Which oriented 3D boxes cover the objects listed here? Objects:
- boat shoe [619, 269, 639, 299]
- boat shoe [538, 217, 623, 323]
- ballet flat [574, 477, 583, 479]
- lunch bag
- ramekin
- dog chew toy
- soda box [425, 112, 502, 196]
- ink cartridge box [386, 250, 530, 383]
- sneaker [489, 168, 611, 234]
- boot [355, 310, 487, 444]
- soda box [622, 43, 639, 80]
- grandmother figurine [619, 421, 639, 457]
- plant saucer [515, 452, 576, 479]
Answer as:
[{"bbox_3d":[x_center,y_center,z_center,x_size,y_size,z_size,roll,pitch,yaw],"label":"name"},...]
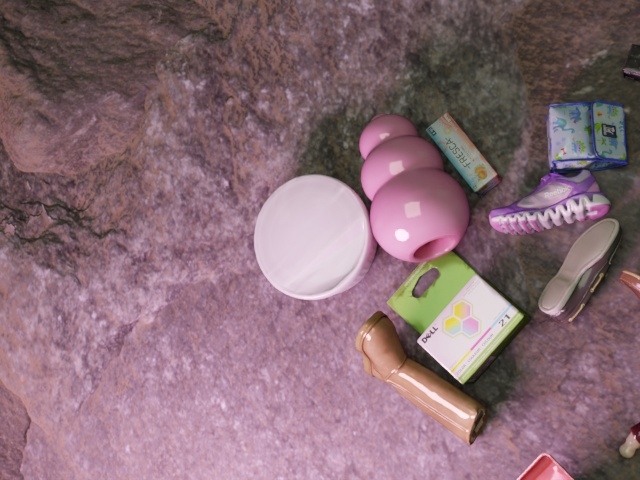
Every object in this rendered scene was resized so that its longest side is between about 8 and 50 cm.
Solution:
[{"bbox_3d":[0.640,0.123,1.674,0.178,0.064,0.060,40,95,21],"label":"boat shoe"},{"bbox_3d":[0.522,0.061,1.735,0.228,0.069,0.081,-53,27,2],"label":"boat shoe"},{"bbox_3d":[0.524,0.498,1.669,0.114,0.041,0.041,35,95,23],"label":"ballet flat"},{"bbox_3d":[0.534,-0.208,1.764,0.151,0.096,0.129,-1,78,8],"label":"lunch bag"},{"bbox_3d":[0.000,0.000,1.929,0.273,0.127,0.273,-4,79,22],"label":"ramekin"},{"bbox_3d":[0.178,-0.123,1.844,0.206,0.206,0.332,-28,64,16],"label":"dog chew toy"},{"bbox_3d":[0.305,-0.182,1.869,0.063,0.058,0.183,-39,68,12],"label":"soda box"},{"bbox_3d":[0.269,0.143,1.809,0.255,0.097,0.189,43,98,22],"label":"ink cartridge box"},{"bbox_3d":[0.456,-0.081,1.777,0.236,0.095,0.104,-13,70,15],"label":"sneaker"},{"bbox_3d":[0.206,0.272,1.755,0.269,0.236,0.089,33,71,27],"label":"boot"},{"bbox_3d":[0.689,-0.335,1.737,0.169,0.053,0.060,21,89,24],"label":"soda box"},{"bbox_3d":[0.654,0.393,1.608,0.208,0.104,0.342,10,82,28],"label":"grandmother figurine"},{"bbox_3d":[0.449,0.561,1.649,0.258,0.048,0.259,46,124,22],"label":"plant saucer"}]
